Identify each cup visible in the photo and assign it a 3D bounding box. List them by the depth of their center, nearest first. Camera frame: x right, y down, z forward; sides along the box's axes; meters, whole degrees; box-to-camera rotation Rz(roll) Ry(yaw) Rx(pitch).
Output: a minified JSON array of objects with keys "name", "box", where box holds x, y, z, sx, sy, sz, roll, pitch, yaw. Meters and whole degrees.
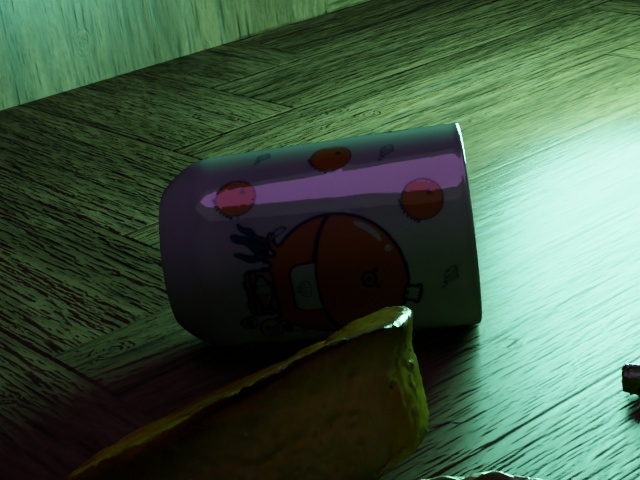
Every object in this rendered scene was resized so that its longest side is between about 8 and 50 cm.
[{"name":"cup","box":[0.000,0.000,1.440,0.317,0.212,0.212,-7,22,5]}]

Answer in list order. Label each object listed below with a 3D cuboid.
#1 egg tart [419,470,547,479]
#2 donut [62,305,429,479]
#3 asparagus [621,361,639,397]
[{"name":"egg tart","box":[0.118,0.243,0.898,0.288,0.118,0.288,-4,17,1]},{"name":"donut","box":[-0.045,0.159,1.071,0.303,0.110,0.303,-26,-1,0]},{"name":"asparagus","box":[0.360,0.126,1.253,0.165,0.030,0.036,-3,12,12]}]
